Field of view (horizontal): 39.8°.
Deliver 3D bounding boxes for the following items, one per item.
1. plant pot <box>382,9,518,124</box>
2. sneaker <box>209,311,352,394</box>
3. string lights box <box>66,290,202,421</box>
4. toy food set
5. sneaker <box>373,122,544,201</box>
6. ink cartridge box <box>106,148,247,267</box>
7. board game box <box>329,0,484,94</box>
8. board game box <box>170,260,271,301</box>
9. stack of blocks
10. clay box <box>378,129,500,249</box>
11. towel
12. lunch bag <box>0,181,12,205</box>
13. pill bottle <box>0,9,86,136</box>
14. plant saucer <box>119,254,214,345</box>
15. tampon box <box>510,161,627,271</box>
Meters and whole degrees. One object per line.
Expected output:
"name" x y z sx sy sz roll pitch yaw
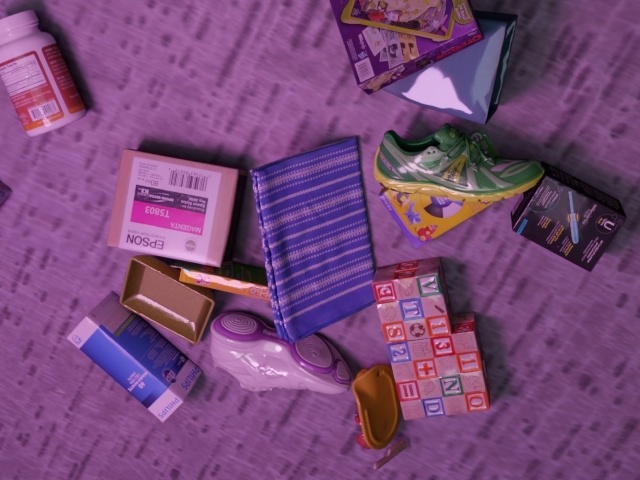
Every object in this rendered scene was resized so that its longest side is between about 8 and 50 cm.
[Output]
"plant pot" 0.195 -0.313 1.501 0.234 0.165 0.166 14 112 14
"sneaker" -0.083 0.250 1.797 0.305 0.114 0.152 21 126 8
"string lights box" -0.378 0.237 1.821 0.259 0.133 0.077 43 111 -5
"toy food set" 0.099 0.348 1.783 0.071 0.128 0.218 5 115 39
"sneaker" 0.237 -0.137 1.524 0.295 0.109 0.124 5 110 11
"ink cartridge box" -0.274 -0.062 1.693 0.234 0.088 0.193 10 93 7
"board game box" 0.112 -0.429 1.431 0.208 0.056 0.347 -24 67 22
"board game box" -0.154 0.074 1.722 0.259 0.124 0.039 15 103 6
"stack of blocks" 0.218 0.188 1.711 0.171 0.087 0.297 -11 107 14
"clay box" 0.233 -0.095 1.624 0.222 0.053 0.127 -33 99 20
"towel" 0.000 0.000 1.627 0.040 0.243 0.336 15 119 51
"lunch bag" -0.682 -0.077 1.802 0.053 0.071 0.083 38 113 -5
"pill bottle" -0.538 -0.315 1.662 0.121 0.121 0.216 -16 105 16
"plant saucer" -0.303 0.110 1.778 0.188 0.045 0.188 28 142 0
"tampon box" 0.439 -0.044 1.576 0.161 0.101 0.120 28 113 -1
